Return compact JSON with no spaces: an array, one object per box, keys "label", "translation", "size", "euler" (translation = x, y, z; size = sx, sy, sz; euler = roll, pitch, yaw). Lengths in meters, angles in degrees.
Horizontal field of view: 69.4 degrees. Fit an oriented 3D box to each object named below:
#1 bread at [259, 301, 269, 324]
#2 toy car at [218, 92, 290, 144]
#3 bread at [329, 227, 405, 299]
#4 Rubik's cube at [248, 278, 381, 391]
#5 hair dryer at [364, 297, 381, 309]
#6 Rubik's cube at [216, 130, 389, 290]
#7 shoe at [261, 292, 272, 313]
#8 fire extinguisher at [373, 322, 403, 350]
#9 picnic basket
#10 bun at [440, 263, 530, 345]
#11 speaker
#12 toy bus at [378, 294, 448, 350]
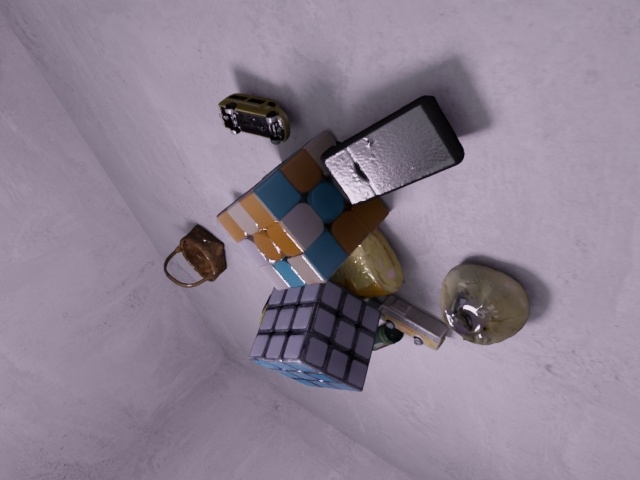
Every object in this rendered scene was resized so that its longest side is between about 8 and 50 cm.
[{"label":"bread","translation":[-0.055,0.300,1.988],"size":[0.308,0.348,0.348],"euler":[38,151,-9]},{"label":"toy car","translation":[-0.197,-0.398,1.480],"size":[0.257,0.124,0.101],"euler":[18,142,23]},{"label":"bread","translation":[0.118,0.110,1.663],"size":[0.375,0.165,0.236],"euler":[-27,95,53]},{"label":"Rubik's cube","translation":[-0.015,0.328,1.613],"size":[0.305,0.303,0.301],"euler":[32,151,-31]},{"label":"hair dryer","translation":[0.195,0.203,1.826],"size":[0.131,0.073,0.236],"euler":[30,138,21]},{"label":"Rubik's cube","translation":[-0.061,-0.082,1.483],"size":[0.344,0.346,0.347],"euler":[52,149,-12]},{"label":"shoe","translation":[-0.250,0.353,2.518],"size":[0.098,0.103,0.275],"euler":[32,153,-5]},{"label":"fire extinguisher","translation":[0.253,0.422,1.986],"size":[0.294,0.118,0.093],"euler":[130,129,-61]},{"label":"picnic basket","translation":[-0.708,0.128,2.580],"size":[0.293,0.337,0.337],"euler":[35,149,18]},{"label":"bun","translation":[0.471,0.199,1.362],"size":[0.273,0.168,0.272],"euler":[26,138,26]},{"label":"speaker","translation":[0.177,-0.240,1.204],"size":[0.389,0.184,0.180],"euler":[-20,114,42]},{"label":"toy bus","translation":[0.340,0.305,1.734],"size":[0.268,0.092,0.106],"euler":[29,138,25]}]
